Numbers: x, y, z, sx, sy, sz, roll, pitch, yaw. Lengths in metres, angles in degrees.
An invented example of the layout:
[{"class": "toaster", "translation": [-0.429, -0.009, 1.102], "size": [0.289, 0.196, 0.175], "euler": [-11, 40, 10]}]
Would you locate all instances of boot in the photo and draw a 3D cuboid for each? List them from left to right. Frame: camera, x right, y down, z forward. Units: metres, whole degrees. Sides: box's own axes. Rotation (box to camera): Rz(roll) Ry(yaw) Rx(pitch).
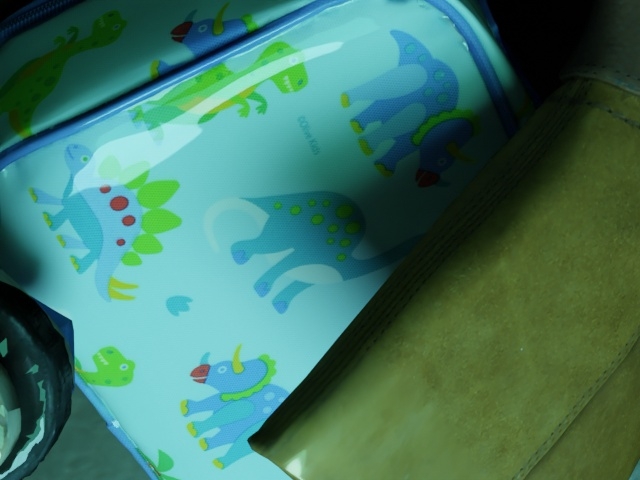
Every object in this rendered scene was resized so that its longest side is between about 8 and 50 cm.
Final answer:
[{"class": "boot", "translation": [0.069, -0.049, 0.541], "size": [0.280, 0.096, 0.264], "euler": [-49, 140, -11]}]

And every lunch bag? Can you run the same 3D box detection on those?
[{"class": "lunch bag", "translation": [0.000, 0.000, 0.635], "size": [0.176, 0.090, 0.219], "euler": [-25, 129, 9]}]

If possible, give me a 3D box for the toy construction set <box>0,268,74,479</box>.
[{"class": "toy construction set", "translation": [-0.235, 0.005, 0.477], "size": [0.257, 0.309, 0.237], "euler": [-19, 99, 31]}]
